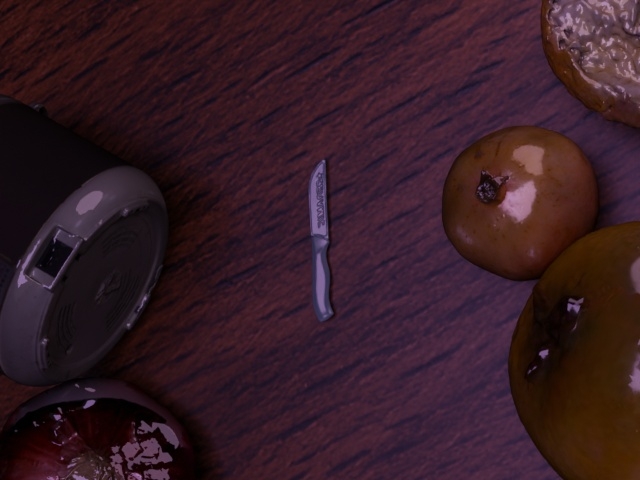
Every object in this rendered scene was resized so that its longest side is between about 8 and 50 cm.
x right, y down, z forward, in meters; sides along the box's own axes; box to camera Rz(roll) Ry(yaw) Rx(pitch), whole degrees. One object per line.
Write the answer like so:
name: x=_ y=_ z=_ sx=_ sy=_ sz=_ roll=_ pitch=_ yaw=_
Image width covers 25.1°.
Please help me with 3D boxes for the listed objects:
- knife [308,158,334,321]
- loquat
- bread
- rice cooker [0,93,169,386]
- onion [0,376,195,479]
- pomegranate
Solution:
knife: x=0.000 y=0.000 z=1.859 sx=0.028 sy=0.015 sz=0.210 roll=-5 pitch=84 yaw=26
loquat: x=0.386 y=0.146 z=1.576 sx=0.359 sy=0.328 sz=0.328 roll=21 pitch=95 yaw=-24
bread: x=0.393 y=-0.256 z=1.668 sx=0.274 sy=0.149 sz=0.274 roll=-4 pitch=79 yaw=19
rice cooker: x=-0.401 y=-0.003 z=1.839 sx=0.325 sy=0.335 sz=0.335 roll=29 pitch=96 yaw=17
onion: x=-0.297 y=0.319 z=1.863 sx=0.272 sy=0.195 sz=0.272 roll=4 pitch=55 yaw=-6
pomegranate: x=0.233 y=-0.047 z=1.691 sx=0.191 sy=0.191 sz=0.191 roll=-1 pitch=86 yaw=19
